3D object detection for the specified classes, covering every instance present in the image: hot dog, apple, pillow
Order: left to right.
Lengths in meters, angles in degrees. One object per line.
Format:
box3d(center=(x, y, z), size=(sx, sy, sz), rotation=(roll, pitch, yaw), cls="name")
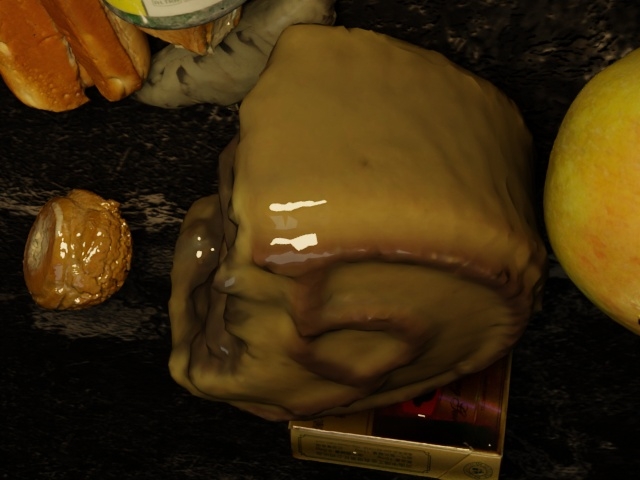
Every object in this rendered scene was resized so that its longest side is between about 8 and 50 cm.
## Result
box3d(center=(-0.234, -0.234, 1.004), size=(0.135, 0.100, 0.337), rotation=(-8, 143, 11), cls="hot dog")
box3d(center=(-0.065, -0.159, 1.104), size=(0.241, 0.051, 0.093), rotation=(-23, 138, 35), cls="pillow")
box3d(center=(0.294, -0.039, 1.016), size=(0.194, 0.261, 0.261), rotation=(30, 156, 30), cls="apple")

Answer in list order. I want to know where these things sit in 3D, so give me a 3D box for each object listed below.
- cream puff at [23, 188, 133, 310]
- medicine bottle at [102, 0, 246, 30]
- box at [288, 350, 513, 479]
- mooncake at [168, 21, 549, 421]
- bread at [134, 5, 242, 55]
box3d(center=(-0.251, 0.013, 1.341), size=(0.103, 0.126, 0.144), rotation=(9, 158, -26), cls="cream puff")
box3d(center=(-0.126, -0.288, 0.854), size=(0.141, 0.141, 0.293), rotation=(2, 145, 13), cls="medicine bottle")
box3d(center=(0.093, 0.179, 1.452), size=(0.240, 0.159, 0.071), rotation=(7, 144, 8), cls="box")
box3d(center=(0.000, 0.000, 1.116), size=(0.393, 0.246, 0.394), rotation=(-12, 151, 23), cls="mooncake")
box3d(center=(-0.107, -0.200, 1.025), size=(0.083, 0.076, 0.070), rotation=(24, 150, 16), cls="bread")
